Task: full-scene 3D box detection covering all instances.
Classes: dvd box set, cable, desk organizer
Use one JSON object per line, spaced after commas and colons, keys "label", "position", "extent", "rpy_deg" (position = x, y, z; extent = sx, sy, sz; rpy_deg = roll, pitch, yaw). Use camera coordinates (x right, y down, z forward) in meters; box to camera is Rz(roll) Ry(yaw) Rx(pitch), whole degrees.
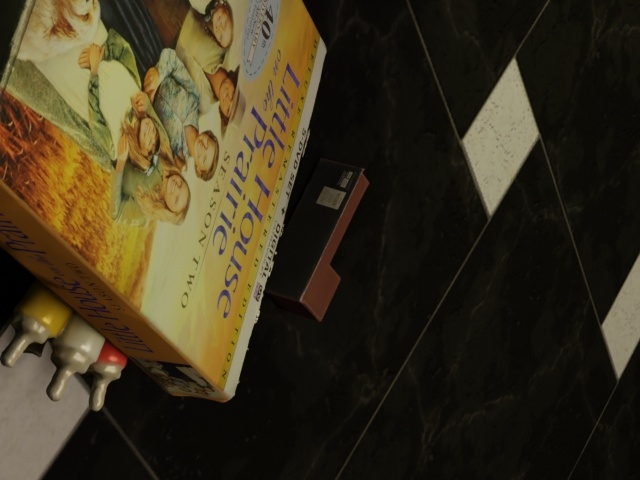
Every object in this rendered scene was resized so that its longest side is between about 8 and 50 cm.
{"label": "dvd box set", "position": [-0.109, -0.100, 1.039], "extent": [0.420, 0.062, 0.307], "rpy_deg": [57, 44, -62]}
{"label": "cable", "position": [-0.134, -0.017, 1.135], "extent": [0.139, 0.072, 0.287], "rpy_deg": [40, 70, -53]}
{"label": "desk organizer", "position": [0.000, 0.000, 1.372], "extent": [0.130, 0.047, 0.050], "rpy_deg": [-64, 148, -16]}
